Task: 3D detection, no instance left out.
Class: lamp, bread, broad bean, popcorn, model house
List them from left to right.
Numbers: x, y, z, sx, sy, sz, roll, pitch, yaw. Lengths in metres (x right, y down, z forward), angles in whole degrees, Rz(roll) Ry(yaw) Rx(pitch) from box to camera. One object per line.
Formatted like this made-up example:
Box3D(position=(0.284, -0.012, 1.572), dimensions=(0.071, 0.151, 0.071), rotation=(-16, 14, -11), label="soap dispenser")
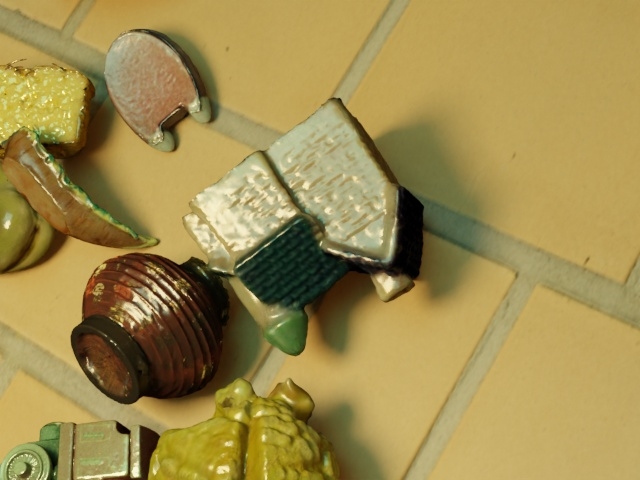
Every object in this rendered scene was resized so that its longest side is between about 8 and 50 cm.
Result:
Box3D(position=(-0.555, -0.037, 1.942), dimensions=(0.263, 0.121, 0.189), rotation=(30, 105, 40), label="broad bean")
Box3D(position=(-0.497, -0.213, 1.978), dimensions=(0.261, 0.147, 0.160), rotation=(-5, 75, 10), label="bread")
Box3D(position=(-0.246, 0.124, 1.710), dimensions=(0.247, 0.247, 0.246), rotation=(-7, 67, 17), label="lamp")
Box3D(position=(-0.101, 0.322, 1.578), dimensions=(0.270, 0.224, 0.258), rotation=(-42, 54, 6), label="popcorn")
Box3D(position=(0.000, -0.001, 1.671), dimensions=(0.298, 0.243, 0.284), rotation=(-38, 70, 6), label="model house")

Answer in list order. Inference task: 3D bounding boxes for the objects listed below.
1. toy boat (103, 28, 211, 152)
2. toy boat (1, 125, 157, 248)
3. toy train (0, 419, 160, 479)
Box3D(position=(-0.278, -0.261, 1.965), dimensions=(0.155, 0.085, 0.227), rotation=(-39, 73, 11), label="toy boat")
Box3D(position=(-0.401, -0.064, 1.850), dimensions=(0.293, 0.108, 0.099), rotation=(41, 53, -1), label="toy boat")
Box3D(position=(-0.348, 0.409, 1.674), dimensions=(0.222, 0.150, 0.304), rotation=(-7, 65, 10), label="toy train")
